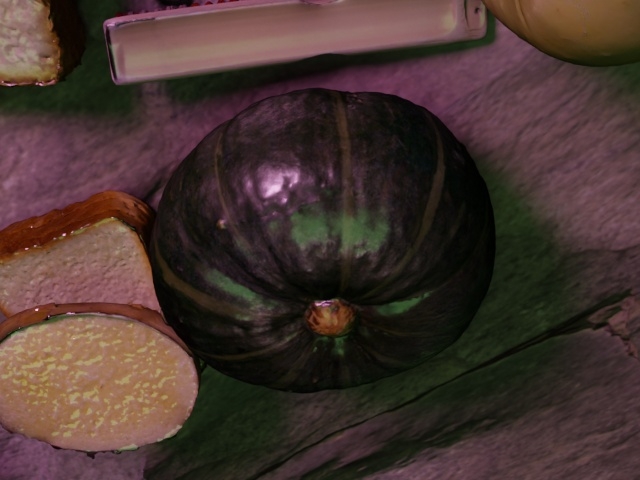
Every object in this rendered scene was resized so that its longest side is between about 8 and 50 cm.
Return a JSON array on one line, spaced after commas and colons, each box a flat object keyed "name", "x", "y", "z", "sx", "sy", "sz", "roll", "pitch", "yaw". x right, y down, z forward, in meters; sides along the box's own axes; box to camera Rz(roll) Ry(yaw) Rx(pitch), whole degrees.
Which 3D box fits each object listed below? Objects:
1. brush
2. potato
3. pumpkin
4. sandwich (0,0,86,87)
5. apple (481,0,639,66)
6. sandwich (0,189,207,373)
[{"name": "brush", "x": -0.017, "y": -0.182, "z": 0.811, "sx": 0.321, "sy": 0.050, "sz": 0.060, "roll": -8, "pitch": 123, "yaw": -7}, {"name": "potato", "x": -0.213, "y": 0.118, "z": 0.908, "sx": 0.200, "sy": 0.081, "sz": 0.164, "roll": 8, "pitch": 115, "yaw": -12}, {"name": "pumpkin", "x": 0.000, "y": 0.000, "z": 0.843, "sx": 0.300, "sy": 0.207, "sz": 0.300, "roll": -6, "pitch": 140, "yaw": -5}, {"name": "sandwich", "x": -0.319, "y": -0.260, "z": 0.704, "sx": 0.271, "sy": 0.099, "sz": 0.301, "roll": 5, "pitch": 128, "yaw": -1}, {"name": "apple", "x": 0.203, "y": -0.258, "z": 0.637, "sx": 0.279, "sy": 0.279, "sz": 0.279, "roll": -2, "pitch": 125, "yaw": -2}, {"name": "sandwich", "x": -0.219, "y": 0.064, "z": 0.956, "sx": 0.186, "sy": 0.065, "sz": 0.215, "roll": -21, "pitch": 123, "yaw": 10}]
